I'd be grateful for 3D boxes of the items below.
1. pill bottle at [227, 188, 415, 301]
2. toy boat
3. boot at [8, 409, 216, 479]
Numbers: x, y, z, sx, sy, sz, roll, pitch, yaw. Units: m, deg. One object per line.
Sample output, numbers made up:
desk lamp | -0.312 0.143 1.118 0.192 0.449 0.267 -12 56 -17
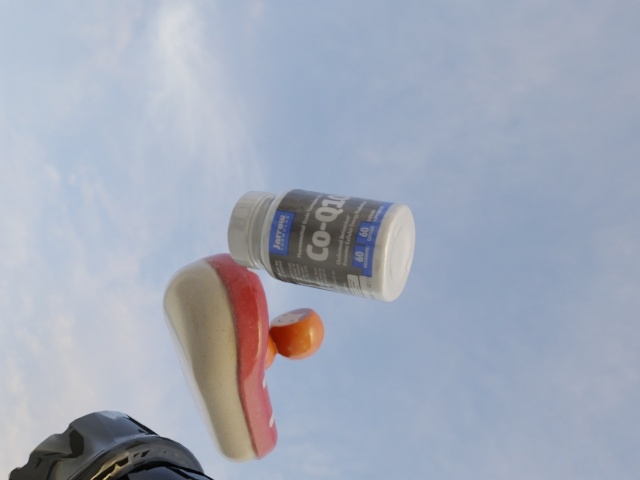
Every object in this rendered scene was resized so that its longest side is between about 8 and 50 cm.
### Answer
pill bottle | 0.000 0.000 0.564 0.137 0.078 0.078 9 -71 23
toy boat | -0.066 0.110 0.724 0.151 0.151 0.231 51 -24 43
boot | -0.065 0.235 0.198 0.260 0.348 0.131 18 -23 33
